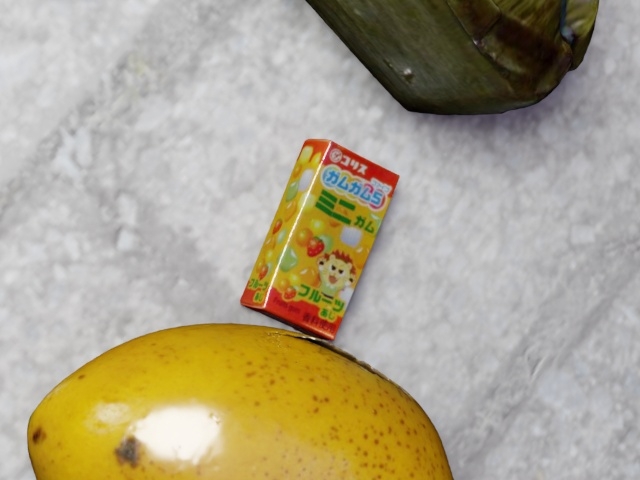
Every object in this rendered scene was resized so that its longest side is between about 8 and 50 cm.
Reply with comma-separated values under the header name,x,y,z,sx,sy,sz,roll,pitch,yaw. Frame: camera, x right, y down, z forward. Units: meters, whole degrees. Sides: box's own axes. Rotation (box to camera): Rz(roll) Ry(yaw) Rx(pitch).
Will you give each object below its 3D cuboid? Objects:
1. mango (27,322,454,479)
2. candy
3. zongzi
name,x,y,z,sx,sy,sz,roll,pitch,yaw
mango,-0.038,0.148,0.973,0.290,0.160,0.191,26,87,-18
candy,0.000,0.000,1.037,0.062,0.038,0.122,26,83,-27
zongzi,0.078,-0.333,0.976,0.403,0.208,0.432,44,63,-30
